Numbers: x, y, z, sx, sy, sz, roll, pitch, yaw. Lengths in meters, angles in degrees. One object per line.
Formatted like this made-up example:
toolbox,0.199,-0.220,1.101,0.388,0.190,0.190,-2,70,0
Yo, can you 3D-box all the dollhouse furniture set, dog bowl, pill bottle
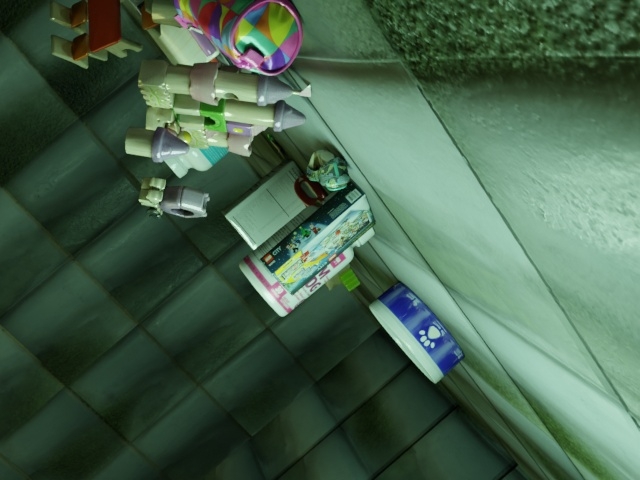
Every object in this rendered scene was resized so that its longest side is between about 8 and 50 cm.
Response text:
dollhouse furniture set,-0.416,-0.489,1.325,0.135,0.262,0.259,12,-111,-59
dog bowl,0.249,0.238,1.804,0.265,0.104,0.265,49,177,4
pill bottle,-0.275,-0.272,1.713,0.146,0.264,0.146,49,176,5
pill bottle,-0.028,0.023,1.553,0.160,0.283,0.160,50,177,4

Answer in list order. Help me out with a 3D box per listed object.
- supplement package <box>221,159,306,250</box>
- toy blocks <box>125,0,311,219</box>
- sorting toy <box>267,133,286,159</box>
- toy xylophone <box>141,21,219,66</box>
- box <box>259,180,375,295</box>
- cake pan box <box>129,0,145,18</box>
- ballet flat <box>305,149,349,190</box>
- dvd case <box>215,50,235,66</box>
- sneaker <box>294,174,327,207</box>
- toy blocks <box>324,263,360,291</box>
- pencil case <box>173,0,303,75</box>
supplement package,-0.140,-0.102,1.961,0.139,0.244,0.134,52,175,-14
toy blocks,-0.152,-0.198,1.157,0.260,0.309,0.288,8,167,-1
sorting toy,-0.123,-0.266,1.927,0.062,0.012,0.083,54,-178,26
toy xylophone,-0.333,-0.473,1.521,0.236,0.081,0.323,54,175,-37
box,0.000,0.000,1.370,0.044,0.233,0.159,48,175,22
cake pan box,-0.415,-0.571,1.969,0.246,0.070,0.267,45,174,33
ballet flat,0.011,-0.140,1.295,0.070,0.070,0.188,51,174,-20
dvd case,-0.254,-0.454,1.558,0.164,0.018,0.221,47,175,43
sneaker,0.013,-0.075,1.839,0.221,0.087,0.128,62,-175,0
toy blocks,-0.032,-0.018,2.319,0.381,0.190,0.261,48,165,34
pencil case,-0.112,-0.288,0.887,0.104,0.104,0.236,53,175,-40
